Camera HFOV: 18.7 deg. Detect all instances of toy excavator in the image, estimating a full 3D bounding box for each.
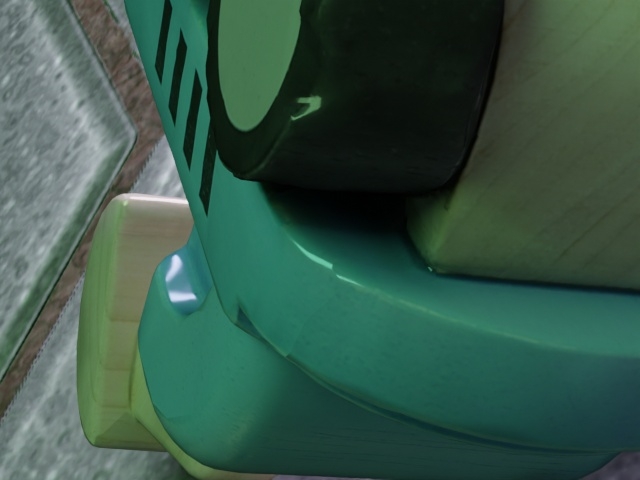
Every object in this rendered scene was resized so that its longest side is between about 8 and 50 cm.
[{"bbox_3d":[0.000,0.000,0.759,0.433,0.222,0.445,-113,36,-53],"label":"toy excavator"}]
